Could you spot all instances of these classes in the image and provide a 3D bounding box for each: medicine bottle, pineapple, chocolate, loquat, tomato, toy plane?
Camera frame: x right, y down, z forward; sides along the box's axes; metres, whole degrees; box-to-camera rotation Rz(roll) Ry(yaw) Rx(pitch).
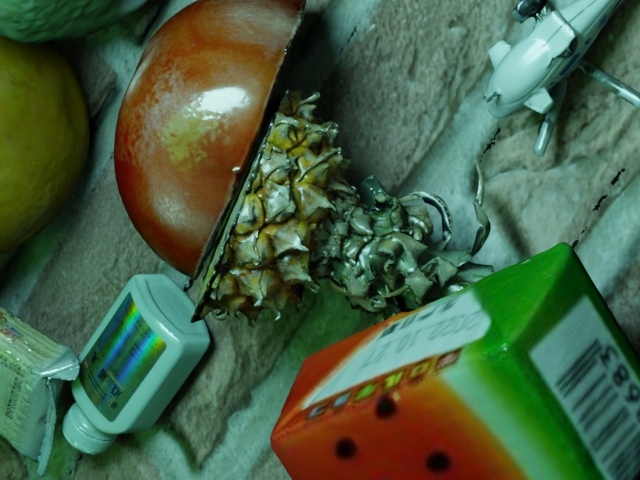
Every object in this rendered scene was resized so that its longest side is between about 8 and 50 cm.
[{"bbox_3d":[-0.227,0.156,2.010,0.121,0.083,0.229,52,123,27],"label":"medicine bottle"},{"bbox_3d":[0.040,0.010,1.707,0.271,0.262,0.262,22,111,-4],"label":"pineapple"},{"bbox_3d":[0.167,0.233,1.590,0.341,0.161,0.360,-26,99,37],"label":"chocolate"},{"bbox_3d":[-0.434,-0.130,2.003,0.328,0.328,0.328,3,95,38],"label":"loquat"},{"bbox_3d":[-0.132,-0.128,1.757,0.143,0.338,0.338,21,110,-3],"label":"tomato"},{"bbox_3d":[0.259,-0.208,1.586,0.273,0.107,0.182,-27,82,32],"label":"toy plane"}]

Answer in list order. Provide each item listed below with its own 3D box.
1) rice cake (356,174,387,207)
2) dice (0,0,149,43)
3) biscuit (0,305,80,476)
[{"bbox_3d":[0.000,0.000,1.849,0.211,0.034,0.043,-38,80,33],"label":"rice cake"},{"bbox_3d":[-0.300,-0.423,1.843,0.318,0.330,0.322,47,114,13],"label":"dice"},{"bbox_3d":[-0.426,0.138,2.070,0.309,0.079,0.186,32,122,14],"label":"biscuit"}]
